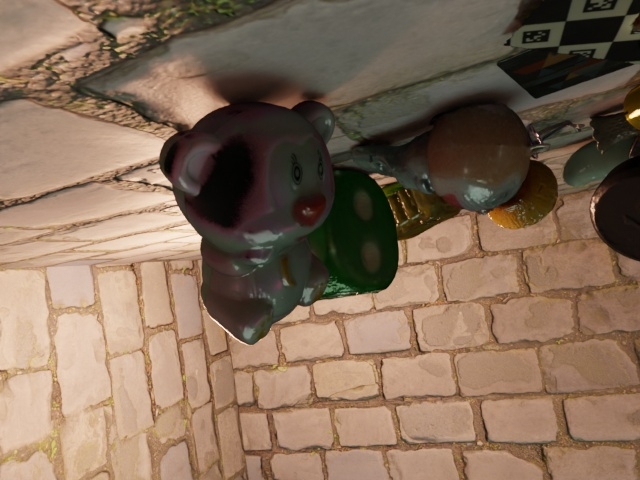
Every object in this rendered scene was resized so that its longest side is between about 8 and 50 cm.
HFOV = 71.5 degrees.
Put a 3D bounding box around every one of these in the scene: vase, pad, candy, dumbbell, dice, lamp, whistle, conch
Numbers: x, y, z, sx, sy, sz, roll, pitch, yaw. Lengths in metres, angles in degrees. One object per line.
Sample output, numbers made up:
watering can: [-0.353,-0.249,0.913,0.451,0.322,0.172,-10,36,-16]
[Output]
vase: [0.610,-0.229,0.850,0.081,0.081,0.148,-5,172,-45]
pad: [0.338,-0.238,0.601,0.142,0.003,0.211,-13,174,39]
candy: [0.238,-0.150,1.375,0.102,0.032,0.178,-11,175,24]
dumbbell: [0.687,-0.117,0.867,0.322,0.204,0.203,-37,-168,-32]
dice: [0.000,0.000,1.095,0.297,0.300,0.287,-12,173,37]
lamp: [-0.098,-0.042,0.608,0.247,0.301,0.247,-27,-133,-35]
whistle: [0.206,-0.130,0.771,0.347,0.189,0.189,1,-177,38]
conch: [0.731,-0.203,1.128,0.221,0.121,0.185,-3,-177,30]

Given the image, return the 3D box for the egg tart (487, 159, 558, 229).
egg tart: [0.506,-0.141,1.181,0.202,0.203,0.147,-13,160,40]

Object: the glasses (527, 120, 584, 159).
glasses: [0.483,-0.227,0.923,0.103,0.063,0.140,-33,170,14]

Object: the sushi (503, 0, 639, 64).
sushi: [0.334,-0.234,0.358,0.263,0.050,0.290,6,177,-4]

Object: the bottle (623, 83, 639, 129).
bottle: [0.540,-0.230,0.604,0.082,0.082,0.286,-9,176,2]

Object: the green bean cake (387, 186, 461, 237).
green bean cake: [0.287,-0.093,1.297,0.233,0.124,0.236,-9,162,-47]
